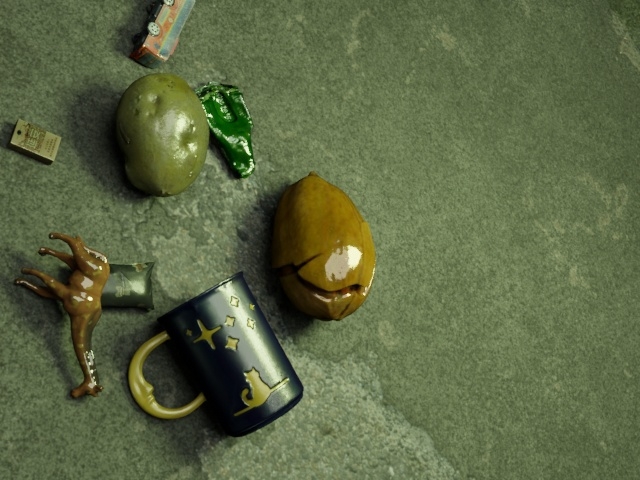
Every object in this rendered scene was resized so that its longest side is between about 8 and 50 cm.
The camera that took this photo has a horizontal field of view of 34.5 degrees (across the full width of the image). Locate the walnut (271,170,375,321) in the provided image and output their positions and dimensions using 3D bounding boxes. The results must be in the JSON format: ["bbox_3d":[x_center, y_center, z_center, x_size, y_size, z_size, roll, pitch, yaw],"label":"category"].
[{"bbox_3d":[0.000,0.000,2.029,0.208,0.209,0.336,14,51,-30],"label":"walnut"}]

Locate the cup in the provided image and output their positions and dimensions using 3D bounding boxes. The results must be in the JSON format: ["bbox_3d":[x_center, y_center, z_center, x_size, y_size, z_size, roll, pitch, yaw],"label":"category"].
[{"bbox_3d":[-0.190,0.225,1.848,0.256,0.254,0.178,62,13,-1],"label":"cup"}]

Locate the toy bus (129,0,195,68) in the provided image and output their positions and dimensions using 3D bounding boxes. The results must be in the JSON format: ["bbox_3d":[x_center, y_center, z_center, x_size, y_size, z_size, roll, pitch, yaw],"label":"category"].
[{"bbox_3d":[-0.316,-0.432,2.070,0.077,0.065,0.192,36,54,-27],"label":"toy bus"}]

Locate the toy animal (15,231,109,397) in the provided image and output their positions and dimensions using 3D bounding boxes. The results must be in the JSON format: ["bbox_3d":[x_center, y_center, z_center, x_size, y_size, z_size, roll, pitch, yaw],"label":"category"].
[{"bbox_3d":[-0.418,0.126,1.743,0.229,0.066,0.224,36,82,-5],"label":"toy animal"}]

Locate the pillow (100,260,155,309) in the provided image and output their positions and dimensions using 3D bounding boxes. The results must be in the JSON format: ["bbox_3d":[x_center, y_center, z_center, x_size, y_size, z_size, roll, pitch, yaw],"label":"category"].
[{"bbox_3d":[-0.360,0.081,1.827,0.150,0.048,0.091,3,65,-33],"label":"pillow"}]

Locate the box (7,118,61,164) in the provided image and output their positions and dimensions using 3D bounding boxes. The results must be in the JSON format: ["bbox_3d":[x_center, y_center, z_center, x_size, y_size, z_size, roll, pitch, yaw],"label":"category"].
[{"bbox_3d":[-0.512,-0.176,1.846,0.083,0.024,0.053,24,58,-27],"label":"box"}]

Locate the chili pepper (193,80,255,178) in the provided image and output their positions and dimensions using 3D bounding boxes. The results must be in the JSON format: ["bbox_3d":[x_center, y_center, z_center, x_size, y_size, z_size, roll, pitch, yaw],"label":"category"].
[{"bbox_3d":[-0.191,-0.226,2.073,0.108,0.062,0.216,-18,82,-32],"label":"chili pepper"}]

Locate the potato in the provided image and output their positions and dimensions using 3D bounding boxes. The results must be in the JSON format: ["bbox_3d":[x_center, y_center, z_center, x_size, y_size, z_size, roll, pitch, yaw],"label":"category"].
[{"bbox_3d":[-0.296,-0.197,1.929,0.177,0.160,0.235,5,77,-12],"label":"potato"}]
